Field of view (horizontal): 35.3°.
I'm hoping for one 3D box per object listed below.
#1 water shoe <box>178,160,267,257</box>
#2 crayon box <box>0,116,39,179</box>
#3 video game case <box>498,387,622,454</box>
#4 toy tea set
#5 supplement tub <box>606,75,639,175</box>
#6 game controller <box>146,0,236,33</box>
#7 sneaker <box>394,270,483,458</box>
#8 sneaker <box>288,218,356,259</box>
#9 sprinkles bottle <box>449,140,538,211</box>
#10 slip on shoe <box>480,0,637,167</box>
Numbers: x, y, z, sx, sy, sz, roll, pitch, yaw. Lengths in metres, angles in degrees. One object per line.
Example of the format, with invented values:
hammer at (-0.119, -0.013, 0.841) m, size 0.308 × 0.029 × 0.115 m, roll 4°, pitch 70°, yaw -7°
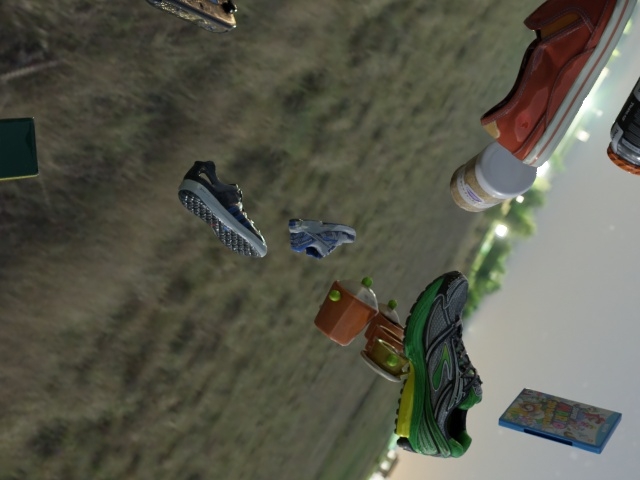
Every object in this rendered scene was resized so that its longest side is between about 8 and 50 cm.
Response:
water shoe at (-0.137, -0.048, 1.575) m, size 0.203 × 0.072 × 0.080 m, roll 47°, pitch 57°, yaw -43°
crayon box at (-0.680, -0.139, 1.680) m, size 0.313 × 0.363 × 0.106 m, roll -8°, pitch 96°, yaw -32°
video game case at (0.385, 0.287, 1.615) m, size 0.119 × 0.166 × 0.015 m, roll -31°, pitch 126°, yaw -53°
toy tea set at (0.099, 0.139, 1.866) m, size 0.124 × 0.200 × 0.336 m, roll -55°, pitch 180°, yaw 6°
supplement tub at (0.579, -0.213, 1.740) m, size 0.117 × 0.117 × 0.190 m, roll -48°, pitch 164°, yaw -51°
game controller at (-0.212, -0.397, 1.462) m, size 0.067 × 0.167 × 0.319 m, roll -16°, pitch 178°, yaw 15°
sneaker at (0.235, 0.224, 1.811) m, size 0.134 × 0.146 × 0.344 m, roll -6°, pitch 102°, yaw -54°
sneaker at (0.000, 0.000, 1.527) m, size 0.135 × 0.052 × 0.058 m, roll 6°, pitch 90°, yaw -45°
sprinkles bottle at (0.369, -0.136, 2.179) m, size 0.121 × 0.121 × 0.355 m, roll -59°, pitch 180°, yaw -4°
slip on shoe at (0.290, -0.248, 1.163) m, size 0.331 × 0.101 × 0.123 m, roll -64°, pitch 179°, yaw 17°
